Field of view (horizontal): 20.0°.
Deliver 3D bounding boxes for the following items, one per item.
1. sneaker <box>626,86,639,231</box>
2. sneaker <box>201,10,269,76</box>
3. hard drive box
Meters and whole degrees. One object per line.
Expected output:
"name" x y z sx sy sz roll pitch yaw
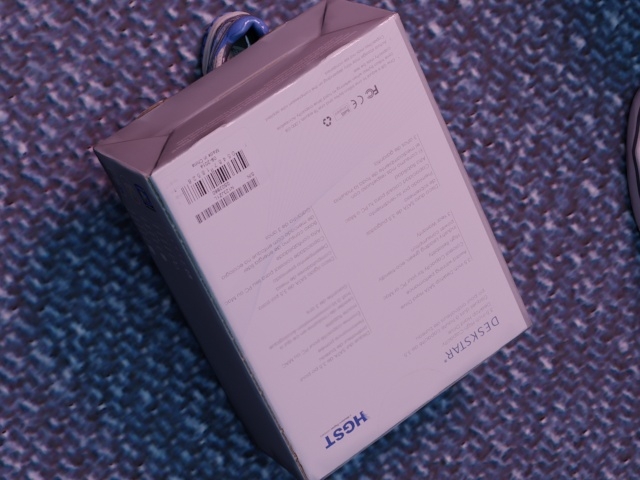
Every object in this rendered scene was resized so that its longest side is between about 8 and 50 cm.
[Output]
"sneaker" 0.304 0.029 1.219 0.126 0.127 0.321 -17 93 -17
"sneaker" -0.054 -0.078 1.131 0.052 0.058 0.135 2 88 -19
"hard drive box" 0.000 0.000 1.097 0.181 0.089 0.232 -34 117 -17
